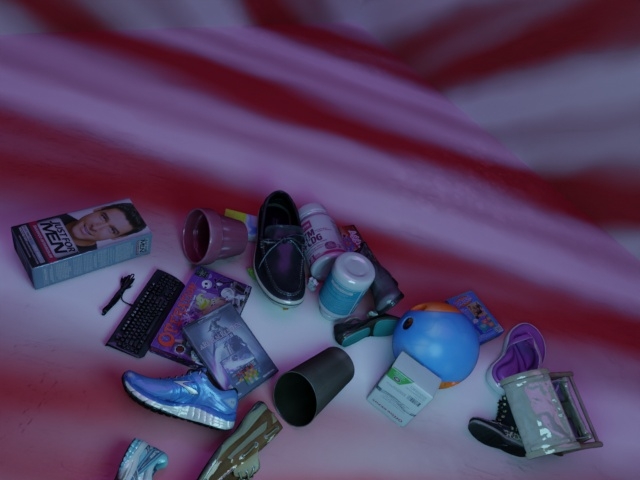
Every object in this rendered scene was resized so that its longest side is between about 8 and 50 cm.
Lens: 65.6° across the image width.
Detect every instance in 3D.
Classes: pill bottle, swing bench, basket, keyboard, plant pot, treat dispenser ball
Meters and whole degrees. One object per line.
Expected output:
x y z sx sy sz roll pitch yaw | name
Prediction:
0.000 0.000 1.927 0.160 0.160 0.283 -2 50 -25 | pill bottle
0.761 0.571 1.646 0.254 0.165 0.254 18 48 -39 | swing bench
-0.008 0.428 1.514 0.154 0.205 0.226 40 37 20 | basket
0.078 0.171 1.724 0.146 0.264 0.146 13 44 -13 | pill bottle
-0.577 0.208 1.571 0.201 0.033 0.317 22 43 -3 | keyboard
-0.367 -0.012 1.771 0.180 0.201 0.201 3 46 -43 | plant pot
0.385 0.351 1.672 0.287 0.288 0.288 12 45 -13 | treat dispenser ball

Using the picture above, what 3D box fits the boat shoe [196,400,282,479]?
-0.213 0.576 1.321 0.119 0.123 0.324 37 46 8 | boat shoe

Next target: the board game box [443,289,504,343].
0.608 0.310 1.982 0.160 0.047 0.210 -13 56 -32 | board game box

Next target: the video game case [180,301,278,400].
-0.276 0.340 1.528 0.196 0.026 0.274 -27 76 -47 | video game case

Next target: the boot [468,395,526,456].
0.600 0.603 1.677 0.236 0.085 0.179 27 41 -8 | boot

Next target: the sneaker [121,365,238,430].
-0.382 0.414 1.375 0.329 0.130 0.147 22 62 -14 | sneaker

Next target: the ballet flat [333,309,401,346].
0.170 0.299 1.773 0.280 0.095 0.096 -7 40 -29 | ballet flat

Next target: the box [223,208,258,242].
-0.293 -0.054 1.934 0.178 0.042 0.109 14 46 -13 | box

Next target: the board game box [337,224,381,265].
0.144 0.053 2.037 0.144 0.027 0.281 -10 54 -32 | board game box

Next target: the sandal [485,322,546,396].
0.773 0.442 1.890 0.169 0.102 0.416 40 46 15 | sandal

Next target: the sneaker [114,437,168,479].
-0.449 0.621 1.183 0.122 0.110 0.283 22 44 -8 | sneaker

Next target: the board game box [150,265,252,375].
-0.375 0.249 1.612 0.208 0.056 0.347 19 44 0 | board game box

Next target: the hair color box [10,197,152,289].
-0.768 0.001 1.624 0.374 0.114 0.185 -21 60 -38 | hair color box

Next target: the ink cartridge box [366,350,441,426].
0.259 0.470 1.564 0.153 0.209 0.087 36 42 10 | ink cartridge box

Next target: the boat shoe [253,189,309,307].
-0.143 0.016 1.790 0.186 0.156 0.501 6 47 -17 | boat shoe

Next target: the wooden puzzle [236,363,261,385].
-0.212 0.406 1.500 0.083 0.006 0.049 -25 74 -46 | wooden puzzle

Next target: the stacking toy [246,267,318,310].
-0.135 0.138 1.816 0.221 0.052 0.166 43 46 19 | stacking toy

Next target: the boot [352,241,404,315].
0.186 0.129 1.801 0.223 0.118 0.338 53 6 -6 | boot
